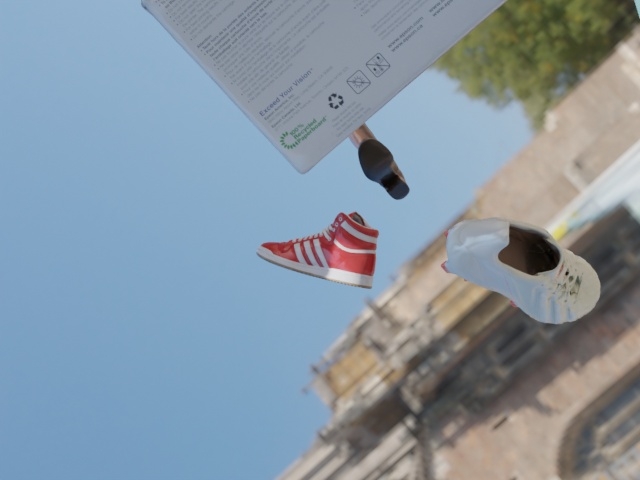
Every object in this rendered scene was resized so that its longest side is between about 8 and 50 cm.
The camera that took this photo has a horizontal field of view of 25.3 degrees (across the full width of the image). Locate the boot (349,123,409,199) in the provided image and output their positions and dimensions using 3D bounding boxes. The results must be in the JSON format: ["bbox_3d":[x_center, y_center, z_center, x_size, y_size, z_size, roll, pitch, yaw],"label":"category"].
[{"bbox_3d":[0.050,-0.108,1.582,0.106,0.037,0.114,55,-175,-47],"label":"boot"}]

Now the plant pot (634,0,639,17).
[{"bbox_3d":[0.229,-0.203,0.643,0.165,0.234,0.165,17,165,-19],"label":"plant pot"}]

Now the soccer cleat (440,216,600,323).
[{"bbox_3d":[0.183,0.026,1.189,0.196,0.076,0.068,19,-112,-42],"label":"soccer cleat"}]

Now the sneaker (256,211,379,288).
[{"bbox_3d":[0.000,0.000,1.305,0.118,0.067,0.042,14,-177,24],"label":"sneaker"}]

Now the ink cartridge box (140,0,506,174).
[{"bbox_3d":[-0.006,-0.198,1.008,0.224,0.223,0.045,47,-164,-14],"label":"ink cartridge box"}]
